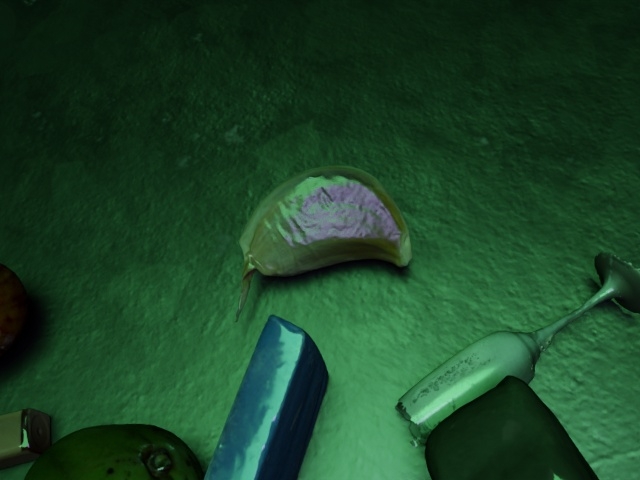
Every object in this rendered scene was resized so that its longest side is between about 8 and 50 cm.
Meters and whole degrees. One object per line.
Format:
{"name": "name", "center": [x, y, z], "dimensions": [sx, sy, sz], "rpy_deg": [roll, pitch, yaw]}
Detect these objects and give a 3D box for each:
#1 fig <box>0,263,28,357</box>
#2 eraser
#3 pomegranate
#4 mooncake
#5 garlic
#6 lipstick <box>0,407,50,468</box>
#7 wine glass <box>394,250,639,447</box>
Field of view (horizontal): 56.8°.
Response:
{"name": "fig", "center": [-0.381, 0.078, 0.609], "dimensions": [0.151, 0.128, 0.128], "rpy_deg": [-16, 59, 31]}
{"name": "eraser", "center": [-0.063, 0.228, 0.474], "dimensions": [0.043, 0.144, 0.311], "rpy_deg": [13, 66, 16]}
{"name": "pomegranate", "center": [-0.168, 0.248, 0.479], "dimensions": [0.131, 0.152, 0.190], "rpy_deg": [-7, 75, 39]}
{"name": "mooncake", "center": [0.160, 0.194, 0.446], "dimensions": [0.104, 0.168, 0.175], "rpy_deg": [-38, 89, 5]}
{"name": "garlic", "center": [-0.011, -0.006, 0.621], "dimensions": [0.198, 0.090, 0.128], "rpy_deg": [-17, 75, -7]}
{"name": "lipstick", "center": [-0.343, 0.204, 0.575], "dimensions": [0.146, 0.045, 0.045], "rpy_deg": [-15, 65, -1]}
{"name": "wine glass", "center": [0.183, 0.105, 0.550], "dimensions": [0.262, 0.074, 0.074], "rpy_deg": [-31, 64, -8]}
